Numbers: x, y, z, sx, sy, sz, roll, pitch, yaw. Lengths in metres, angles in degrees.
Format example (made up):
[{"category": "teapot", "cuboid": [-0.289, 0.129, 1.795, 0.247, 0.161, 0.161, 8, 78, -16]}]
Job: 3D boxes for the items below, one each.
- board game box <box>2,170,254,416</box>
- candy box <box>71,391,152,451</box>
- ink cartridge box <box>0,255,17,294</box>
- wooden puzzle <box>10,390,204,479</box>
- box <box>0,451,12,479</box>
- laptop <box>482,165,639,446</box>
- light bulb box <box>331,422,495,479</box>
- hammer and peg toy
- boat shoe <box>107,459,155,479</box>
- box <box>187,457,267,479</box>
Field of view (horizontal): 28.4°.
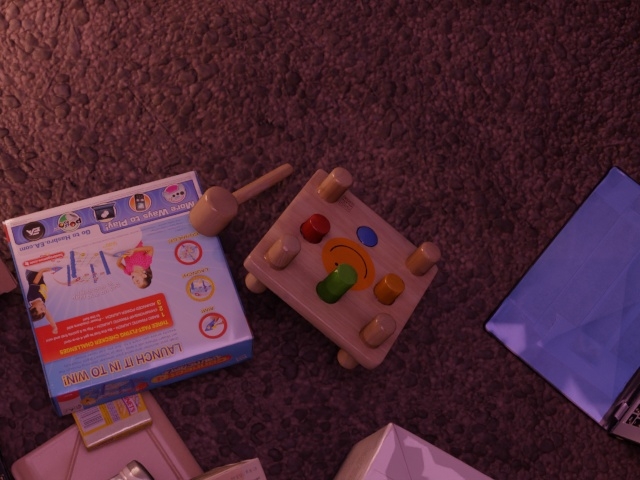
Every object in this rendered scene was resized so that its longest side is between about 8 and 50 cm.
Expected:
[{"category": "board game box", "cuboid": [-0.291, 0.075, 1.918, 0.308, 0.086, 0.302, -15, 65, -12]}, {"category": "candy box", "cuboid": [-0.341, 0.208, 1.911, 0.105, 0.027, 0.206, -21, 64, -16]}, {"category": "ink cartridge box", "cuboid": [-0.597, 0.051, 1.867, 0.235, 0.088, 0.193, -33, 45, -16]}, {"category": "wooden puzzle", "cuboid": [-0.306, 0.364, 1.891, 0.239, 0.044, 0.221, -32, 80, -20]}, {"category": "box", "cuboid": [-0.513, 0.367, 1.808, 0.147, 0.077, 0.180, -22, 101, -13]}, {"category": "laptop", "cuboid": [0.552, 0.111, 1.988, 0.382, 0.408, 0.236, -49, 119, -17]}, {"category": "light bulb box", "cuboid": [0.169, 0.449, 1.764, 0.358, 0.361, 0.225, 30, 74, 1]}, {"category": "hammer and peg toy", "cuboid": [0.000, 0.000, 1.932, 0.361, 0.127, 0.266, 40, 45, -3]}, {"category": "boat shoe", "cuboid": [-0.213, 0.468, 1.812, 0.103, 0.118, 0.320, -34, 101, -11]}, {"category": "box", "cuboid": [-0.106, 0.466, 1.711, 0.121, 0.148, 0.311, -19, 84, -34]}]
